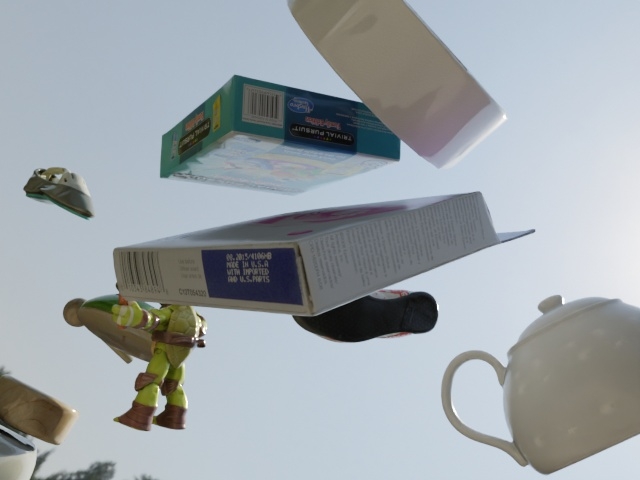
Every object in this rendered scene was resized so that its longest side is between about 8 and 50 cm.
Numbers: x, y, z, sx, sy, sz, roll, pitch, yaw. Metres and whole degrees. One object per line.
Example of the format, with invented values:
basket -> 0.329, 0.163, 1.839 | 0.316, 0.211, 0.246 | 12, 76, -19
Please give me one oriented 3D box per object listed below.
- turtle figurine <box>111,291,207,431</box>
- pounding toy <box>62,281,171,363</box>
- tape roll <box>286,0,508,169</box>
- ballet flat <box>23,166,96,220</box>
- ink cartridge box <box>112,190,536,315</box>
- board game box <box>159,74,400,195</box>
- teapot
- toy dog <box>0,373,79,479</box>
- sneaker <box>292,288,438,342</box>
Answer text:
turtle figurine -> -0.199, 0.144, 0.890 | 0.087, 0.218, 0.269 | 7, -10, 14
pounding toy -> -0.325, 0.127, 1.136 | 0.236, 0.110, 0.183 | -12, -46, 47
tape roll -> 0.094, -0.221, 0.780 | 0.100, 0.286, 0.286 | -42, -95, 19
ballet flat -> -0.421, -0.085, 1.060 | 0.213, 0.068, 0.072 | 15, -11, 44
ink cartridge box -> 0.000, 0.000, 0.695 | 0.324, 0.330, 0.072 | -3, -80, 48
board game box -> -0.076, -0.142, 0.996 | 0.336, 0.253, 0.079 | -11, -105, 61
teapot -> 0.315, 0.155, 0.786 | 0.187, 0.256, 0.252 | 65, -34, 25
toy dog -> -0.367, 0.148, 0.545 | 0.160, 0.220, 0.334 | 5, -48, 36
sneaker -> 0.040, 0.115, 1.017 | 0.145, 0.270, 0.090 | -14, -106, 55
